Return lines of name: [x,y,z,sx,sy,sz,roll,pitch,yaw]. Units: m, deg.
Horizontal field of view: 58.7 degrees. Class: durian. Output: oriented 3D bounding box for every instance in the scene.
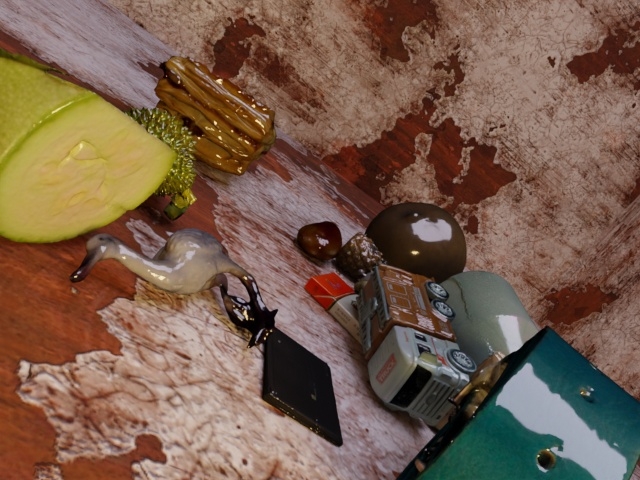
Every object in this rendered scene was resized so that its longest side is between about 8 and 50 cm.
durian: [-0.286,-0.146,0.953,0.159,0.146,0.198,23,17,-45]

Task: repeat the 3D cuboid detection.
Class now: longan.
longan: [0.261,0.025,1.615,0.297,0.297,0.297,37,14,-11]

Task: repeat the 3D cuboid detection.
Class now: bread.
bread: [-0.265,-0.291,1.413,0.314,0.191,0.370,32,3,-10]

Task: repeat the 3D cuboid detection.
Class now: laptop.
laptop: [-0.025,0.199,0.819,0.135,0.016,0.197,37,14,-17]

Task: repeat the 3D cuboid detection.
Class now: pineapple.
pineapple: [0.150,0.084,1.450,0.237,0.119,0.111,44,27,11]

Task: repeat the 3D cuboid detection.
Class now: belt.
belt: [0.232,0.260,0.699,0.173,0.300,0.436,44,14,15]

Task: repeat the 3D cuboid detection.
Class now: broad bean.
broad bean: [0.000,0.000,1.402,0.114,0.084,0.165,22,15,19]

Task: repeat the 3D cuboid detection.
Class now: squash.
squash: [-0.367,-0.165,0.673,0.309,0.210,0.233,49,3,16]

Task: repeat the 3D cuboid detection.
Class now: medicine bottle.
medicine bottle: [0.357,0.244,1.220,0.245,0.245,0.290,33,24,-26]

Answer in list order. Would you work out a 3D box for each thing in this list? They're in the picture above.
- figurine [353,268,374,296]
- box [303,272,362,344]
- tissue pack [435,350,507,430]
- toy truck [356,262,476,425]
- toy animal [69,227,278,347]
figurine: [0.161,0.133,1.330,0.197,0.093,0.147,26,-20,-20]
box: [0.082,0.163,1.183,0.245,0.035,0.139,45,16,16]
tissue pack: [0.330,0.330,0.997,0.222,0.186,0.090,43,8,18]
toy truck: [0.156,0.174,1.041,0.162,0.136,0.305,23,26,-14]
toy animal: [-0.181,0.036,0.765,0.324,0.090,0.195,31,16,-40]
